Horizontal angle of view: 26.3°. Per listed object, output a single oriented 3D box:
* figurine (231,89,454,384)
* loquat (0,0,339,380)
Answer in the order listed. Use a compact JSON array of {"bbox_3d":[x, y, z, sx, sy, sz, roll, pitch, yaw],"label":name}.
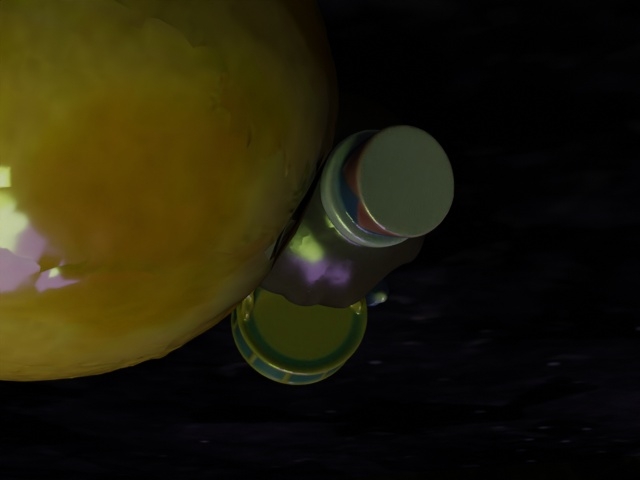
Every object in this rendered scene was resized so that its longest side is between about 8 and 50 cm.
[{"bbox_3d":[-0.002,-0.009,0.910,0.161,0.158,0.275,-7,161,-9],"label":"figurine"},{"bbox_3d":[-0.125,-0.066,0.603,0.263,0.263,0.263,-1,160,0],"label":"loquat"}]
